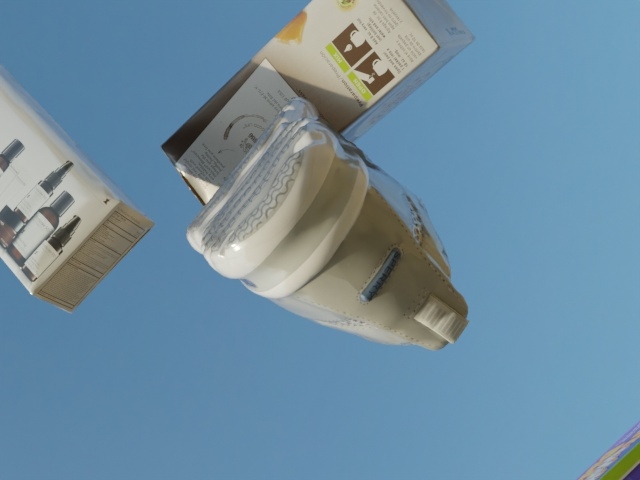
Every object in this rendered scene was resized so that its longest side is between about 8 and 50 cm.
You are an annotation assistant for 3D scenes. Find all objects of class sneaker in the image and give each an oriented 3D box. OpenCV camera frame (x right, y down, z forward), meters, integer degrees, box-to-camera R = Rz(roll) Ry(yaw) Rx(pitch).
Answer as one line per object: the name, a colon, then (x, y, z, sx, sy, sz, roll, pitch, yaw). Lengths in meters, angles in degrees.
sneaker: (0.000, 0.000, 0.490, 0.115, 0.281, 0.105, 39, -83, -10)

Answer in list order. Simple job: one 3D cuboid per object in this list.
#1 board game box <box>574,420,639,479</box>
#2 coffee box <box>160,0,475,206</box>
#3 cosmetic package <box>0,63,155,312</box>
board game box: (0.306, 0.263, 0.722, 0.347, 0.078, 0.233, -29, -105, -32)
coffee box: (-0.002, -0.127, 0.798, 0.098, 0.246, 0.141, 52, -155, 2)
cosmetic package: (-0.247, -0.059, 0.743, 0.099, 0.239, 0.060, -47, -26, -3)
